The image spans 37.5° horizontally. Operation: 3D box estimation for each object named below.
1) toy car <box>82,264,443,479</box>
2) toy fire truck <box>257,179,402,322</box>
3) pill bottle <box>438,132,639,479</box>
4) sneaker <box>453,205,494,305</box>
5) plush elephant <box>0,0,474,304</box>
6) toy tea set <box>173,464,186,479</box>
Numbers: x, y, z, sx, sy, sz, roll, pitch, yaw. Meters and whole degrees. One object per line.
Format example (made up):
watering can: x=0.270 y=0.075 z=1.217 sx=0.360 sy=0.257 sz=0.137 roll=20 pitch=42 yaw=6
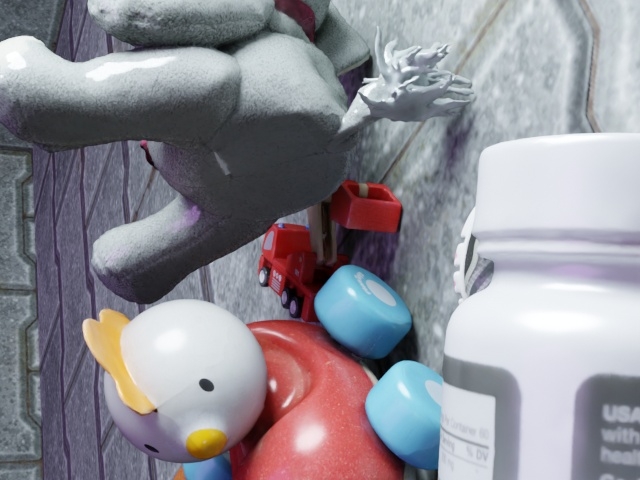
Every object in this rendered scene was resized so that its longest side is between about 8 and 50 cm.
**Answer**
toy car: x=-0.064 y=0.122 z=0.657 sx=0.219 sy=0.238 sz=0.210 roll=-50 pitch=38 yaw=19
toy fire truck: x=0.000 y=0.000 z=0.839 sx=0.192 sy=0.047 sz=0.135 roll=-143 pitch=60 yaw=-63
pill bottle: x=0.130 y=0.105 z=0.399 sx=0.161 sy=0.161 sz=0.283 roll=179 pitch=95 yaw=-66
sneaker: x=0.122 y=0.055 z=0.546 sx=0.075 sy=0.063 sz=0.170 roll=180 pitch=89 yaw=-66
plush elephant: x=-0.074 y=-0.153 z=0.741 sx=0.272 sy=0.330 sz=0.255 roll=63 pitch=-170 yaw=-52
toy tea set: x=-0.101 y=0.347 z=0.847 sx=0.200 sy=0.124 sz=0.336 roll=27 pitch=77 yaw=47
